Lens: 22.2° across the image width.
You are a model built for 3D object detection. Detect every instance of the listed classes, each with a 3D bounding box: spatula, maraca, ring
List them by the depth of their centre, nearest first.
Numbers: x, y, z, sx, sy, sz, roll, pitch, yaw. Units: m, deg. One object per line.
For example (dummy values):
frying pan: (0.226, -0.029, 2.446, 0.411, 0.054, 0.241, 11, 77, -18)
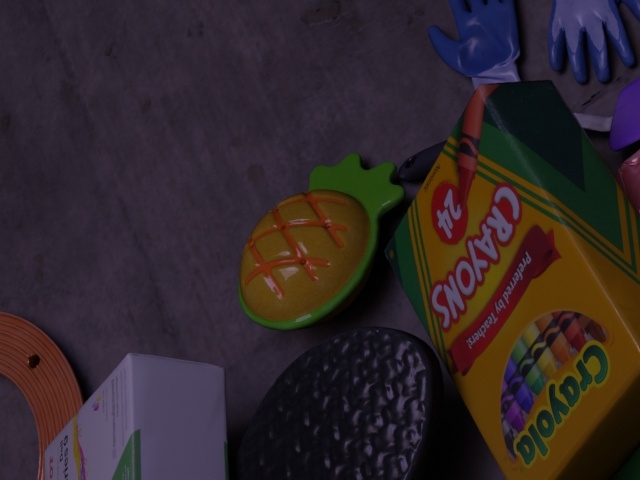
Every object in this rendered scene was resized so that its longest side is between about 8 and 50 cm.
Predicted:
spatula: (0.187, -0.094, 1.362, 0.296, 0.030, 0.084, -13, 41, 34)
maraca: (0.000, 0.000, 1.425, 0.127, 0.099, 0.185, 19, 66, 37)
ring: (-0.353, 0.235, 1.618, 0.337, 0.032, 0.336, -12, 67, 29)

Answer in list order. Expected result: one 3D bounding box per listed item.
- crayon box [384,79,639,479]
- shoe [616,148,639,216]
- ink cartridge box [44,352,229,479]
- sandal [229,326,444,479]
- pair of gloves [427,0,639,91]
crayon box: (0.177, 0.059, 1.236, 0.318, 0.081, 0.202, 62, 143, 32)
shoe: (0.259, -0.003, 1.275, 0.081, 0.063, 0.178, 29, 87, 40)
ink cartridge box: (-0.161, 0.213, 1.400, 0.212, 0.093, 0.154, -47, 40, 50)
sandal: (-0.011, 0.268, 1.346, 0.167, 0.107, 0.445, 34, 106, 38)
pair of gloves: (0.185, -0.190, 1.413, 0.198, 0.023, 0.159, -21, 61, 26)
